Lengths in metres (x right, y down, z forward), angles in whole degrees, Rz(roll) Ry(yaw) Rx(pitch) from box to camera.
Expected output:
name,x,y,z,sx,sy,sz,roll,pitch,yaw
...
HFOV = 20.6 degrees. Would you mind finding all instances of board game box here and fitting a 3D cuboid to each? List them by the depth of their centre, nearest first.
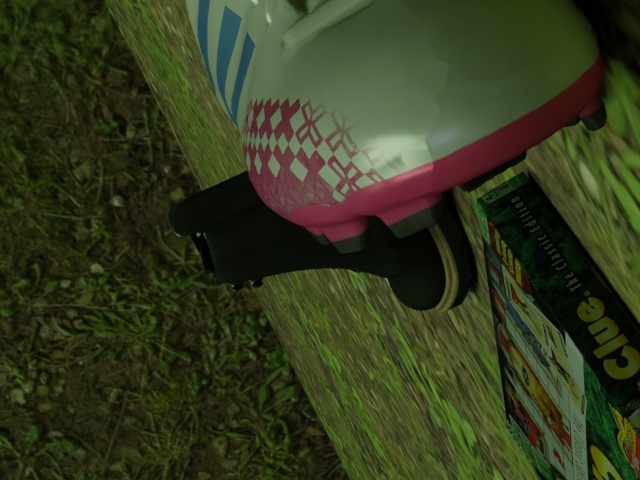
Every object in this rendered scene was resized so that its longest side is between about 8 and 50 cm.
name,x,y,z,sx,sy,sz,roll,pitch,yaw
board game box,0.125,0.086,0.817,0.136,0.030,0.260,55,172,28

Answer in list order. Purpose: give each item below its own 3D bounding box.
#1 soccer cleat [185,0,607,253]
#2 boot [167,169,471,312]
name,x,y,z,sx,sy,sz,roll,pitch,yaw
soccer cleat,-0.001,-0.088,0.648,0.143,0.116,0.331,62,174,-12
boot,0.000,0.000,0.927,0.077,0.137,0.198,57,173,35
